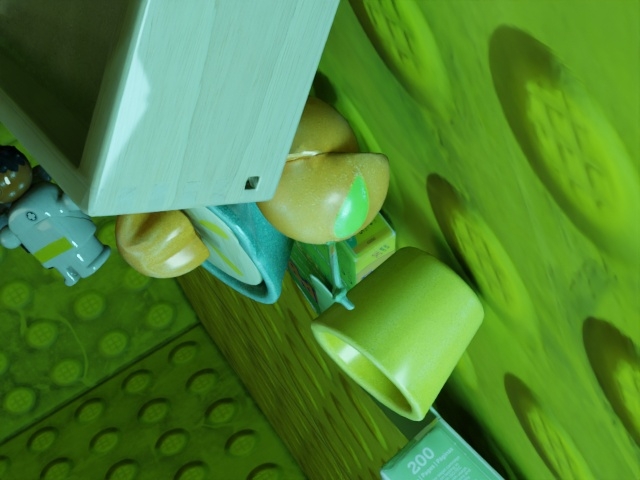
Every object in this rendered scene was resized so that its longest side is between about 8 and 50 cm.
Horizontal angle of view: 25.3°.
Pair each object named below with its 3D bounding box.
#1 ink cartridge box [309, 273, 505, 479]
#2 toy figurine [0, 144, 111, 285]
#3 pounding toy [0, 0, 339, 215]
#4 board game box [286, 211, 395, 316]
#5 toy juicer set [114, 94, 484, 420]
[{"bbox_3d":[0.060,0.144,0.881,0.235,0.056,0.171,44,168,19],"label":"ink cartridge box"},{"bbox_3d":[-0.214,-0.079,1.269,0.148,0.209,0.213,50,173,-17],"label":"toy figurine"},{"bbox_3d":[-0.065,-0.145,0.511,0.181,0.094,0.206,43,125,37],"label":"pounding toy"},{"bbox_3d":[0.000,0.000,0.890,0.124,0.039,0.259,54,168,17],"label":"board game box"},{"bbox_3d":[-0.081,-0.042,0.698,0.329,0.089,0.209,32,163,38],"label":"toy juicer set"}]
